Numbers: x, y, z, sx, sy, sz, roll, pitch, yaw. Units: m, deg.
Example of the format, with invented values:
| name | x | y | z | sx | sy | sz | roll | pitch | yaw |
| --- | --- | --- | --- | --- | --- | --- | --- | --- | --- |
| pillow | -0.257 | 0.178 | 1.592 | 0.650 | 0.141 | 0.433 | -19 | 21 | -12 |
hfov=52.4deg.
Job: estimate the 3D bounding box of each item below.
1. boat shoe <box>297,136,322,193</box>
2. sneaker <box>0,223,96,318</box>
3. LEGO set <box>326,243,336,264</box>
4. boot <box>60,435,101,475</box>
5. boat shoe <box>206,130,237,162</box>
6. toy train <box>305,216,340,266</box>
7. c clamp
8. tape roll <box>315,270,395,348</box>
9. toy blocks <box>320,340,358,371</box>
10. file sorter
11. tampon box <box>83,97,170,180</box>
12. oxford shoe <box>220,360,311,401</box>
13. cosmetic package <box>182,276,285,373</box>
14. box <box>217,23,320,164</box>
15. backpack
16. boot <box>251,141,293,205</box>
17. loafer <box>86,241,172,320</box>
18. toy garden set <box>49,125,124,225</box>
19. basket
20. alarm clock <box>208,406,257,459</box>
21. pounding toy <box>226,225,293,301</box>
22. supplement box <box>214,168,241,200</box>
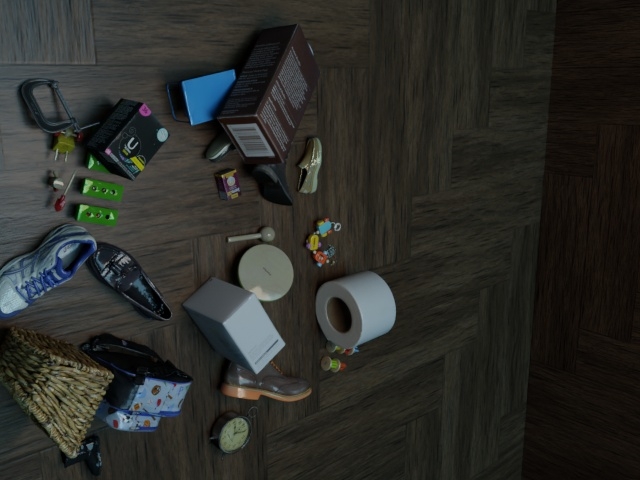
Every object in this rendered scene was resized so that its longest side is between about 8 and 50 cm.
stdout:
| name | x | y | z | sx | sy | sz | roll | pitch | yaw |
| --- | --- | --- | --- | --- | --- | --- | --- | --- | --- |
| boat shoe | -0.041 | -0.248 | 2.149 | 0.072 | 0.068 | 0.190 | -1 | 101 | -31 |
| sneaker | -0.681 | 0.076 | 1.593 | 0.296 | 0.131 | 0.112 | -51 | 131 | -20 |
| LEGO set | 0.042 | 0.050 | 2.322 | 0.054 | 0.023 | 0.083 | -50 | 128 | -22 |
| boot | -0.660 | 0.604 | 1.797 | 0.099 | 0.045 | 0.121 | -6 | 97 | -44 |
| boat shoe | -0.244 | -0.302 | 1.933 | 0.233 | 0.084 | 0.079 | -49 | 131 | -28 |
| toy train | 0.000 | 0.000 | 2.260 | 0.125 | 0.046 | 0.166 | 29 | 83 | -44 |
| c clamp | -0.639 | -0.326 | 1.577 | 0.137 | 0.022 | 0.161 | -36 | 100 | -35 |
| tape roll | 0.121 | 0.241 | 2.291 | 0.169 | 0.246 | 0.246 | -16 | 111 | -39 |
| toy blocks | 0.078 | 0.434 | 2.428 | 0.148 | 0.054 | 0.123 | 19 | 86 | -44 |
| file sorter | -0.327 | -0.402 | 1.818 | 0.170 | 0.104 | 0.118 | -25 | 116 | -36 |
| tampon box | -0.485 | -0.255 | 1.635 | 0.161 | 0.101 | 0.120 | -57 | 142 | -18 |
| oxford shoe | -0.162 | 0.459 | 2.167 | 0.363 | 0.130 | 0.133 | 15 | 82 | -45 |
| cosmetic package | -0.261 | 0.252 | 1.954 | 0.138 | 0.224 | 0.225 | -44 | 126 | -27 |
| box | -0.139 | -0.423 | 1.868 | 0.191 | 0.143 | 0.381 | 60 | 42 | -46 |
| backpack | -0.494 | 0.401 | 1.766 | 0.263 | 0.276 | 0.213 | 16 | 94 | -50 |
| boot | -0.120 | -0.254 | 2.050 | 0.263 | 0.091 | 0.229 | 61 | 41 | -58 |
| loafer | -0.510 | 0.117 | 1.781 | 0.109 | 0.095 | 0.302 | -52 | 129 | -21 |
| toy garden set | -0.603 | -0.173 | 1.663 | 0.204 | 0.049 | 0.244 | 10 | 94 | -45 |
| basket | -0.677 | 0.353 | 1.545 | 0.213 | 0.299 | 0.223 | 31 | 78 | -42 |
| alarm clock | -0.280 | 0.616 | 2.136 | 0.192 | 0.064 | 0.129 | -38 | 123 | -27 |
| pounding toy | -0.199 | 0.089 | 2.077 | 0.183 | 0.110 | 0.237 | -17 | 82 | -27 |
| supplement box | -0.279 | -0.169 | 1.961 | 0.055 | 0.043 | 0.083 | -29 | 119 | -35 |
